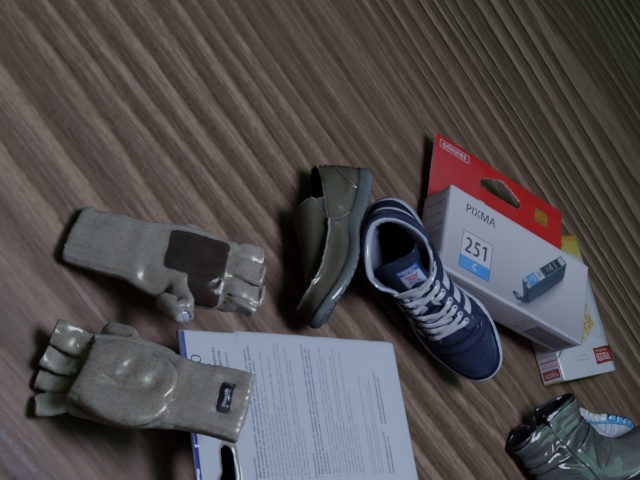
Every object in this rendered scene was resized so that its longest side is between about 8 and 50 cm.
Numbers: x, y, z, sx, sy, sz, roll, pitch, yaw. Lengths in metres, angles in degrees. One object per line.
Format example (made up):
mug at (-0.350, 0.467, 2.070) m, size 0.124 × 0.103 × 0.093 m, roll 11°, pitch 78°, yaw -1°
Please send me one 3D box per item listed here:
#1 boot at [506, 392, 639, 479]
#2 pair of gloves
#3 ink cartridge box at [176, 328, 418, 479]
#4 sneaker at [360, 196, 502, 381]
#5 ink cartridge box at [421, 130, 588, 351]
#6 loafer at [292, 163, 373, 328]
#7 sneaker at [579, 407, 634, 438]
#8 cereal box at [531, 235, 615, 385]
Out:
boot at (0.398, 0.290, 1.475) m, size 0.246 × 0.083 × 0.161 m, roll -29°, pitch 96°, yaw -23°
pair of gloves at (-0.159, 0.078, 0.981) m, size 0.204 × 0.042 × 0.240 m, roll 10°, pitch 53°, yaw -8°
ink cartridge box at (-0.021, 0.263, 1.085) m, size 0.330 × 0.071 × 0.324 m, roll 9°, pitch 64°, yaw -42°
sneaker at (0.140, 0.074, 1.299) m, size 0.282 × 0.099 × 0.153 m, roll 57°, pitch 9°, yaw -1°
ink cartridge box at (0.282, -0.006, 1.524) m, size 0.296 × 0.066 × 0.261 m, roll 28°, pitch 57°, yaw -27°
loafer at (0.000, 0.000, 1.244) m, size 0.087 × 0.094 × 0.251 m, roll 20°, pitch 46°, yaw -7°
sneaker at (0.419, 0.310, 1.571) m, size 0.191 × 0.071 × 0.083 m, roll 14°, pitch 67°, yaw -35°
cereal box at (0.393, 0.110, 1.650) m, size 0.173 × 0.047 × 0.240 m, roll -1°, pitch 72°, yaw -47°
